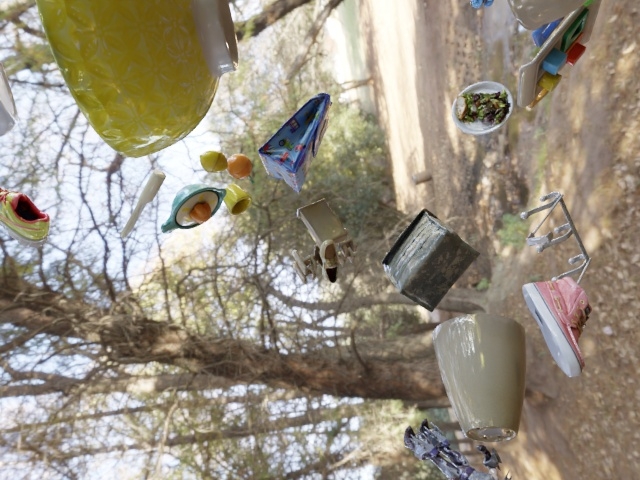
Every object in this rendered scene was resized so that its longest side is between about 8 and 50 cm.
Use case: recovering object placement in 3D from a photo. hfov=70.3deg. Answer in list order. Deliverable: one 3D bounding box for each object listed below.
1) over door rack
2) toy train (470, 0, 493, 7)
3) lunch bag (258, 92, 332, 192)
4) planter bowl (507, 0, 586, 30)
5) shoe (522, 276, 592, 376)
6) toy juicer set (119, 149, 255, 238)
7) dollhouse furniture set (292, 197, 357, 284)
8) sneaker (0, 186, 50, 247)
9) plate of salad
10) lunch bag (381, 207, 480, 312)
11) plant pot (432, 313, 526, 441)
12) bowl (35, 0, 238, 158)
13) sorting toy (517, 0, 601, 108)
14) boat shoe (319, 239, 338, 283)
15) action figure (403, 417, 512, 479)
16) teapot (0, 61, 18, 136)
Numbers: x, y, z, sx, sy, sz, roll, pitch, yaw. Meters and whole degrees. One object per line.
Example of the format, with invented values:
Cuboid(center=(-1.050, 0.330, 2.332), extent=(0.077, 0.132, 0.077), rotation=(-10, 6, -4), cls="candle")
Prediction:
Cuboid(center=(0.637, 0.031, 1.241), extent=(0.324, 0.108, 0.240), rotation=(-41, -76, -49), cls="over door rack")
Cuboid(center=(0.533, -0.795, 1.399), extent=(0.184, 0.080, 0.105), rotation=(-2, 106, 61), cls="toy train")
Cuboid(center=(-0.054, -0.333, 1.460), extent=(0.293, 0.138, 0.221), rotation=(-58, -6, -7), cls="lunch bag")
Cuboid(center=(0.326, -0.381, 0.603), extent=(0.161, 0.109, 0.162), rotation=(-2, -88, -42), cls="planter bowl")
Cuboid(center=(0.388, 0.126, 0.709), extent=(0.178, 0.081, 0.064), rotation=(-91, -18, -53), cls="shoe")
Cuboid(center=(-0.279, -0.102, 1.038), extent=(0.089, 0.328, 0.209), rotation=(49, 137, 19), cls="toy juicer set")
Cuboid(center=(0.000, 0.000, 1.592), extent=(0.161, 0.212, 0.242), rotation=(56, 158, 27), cls="dollhouse furniture set")
Cuboid(center=(-0.655, -0.079, 0.947), extent=(0.208, 0.094, 0.082), rotation=(36, -145, -19), cls="sneaker")
Cuboid(center=(0.539, -0.449, 1.521), extent=(0.048, 0.199, 0.200), rotation=(32, -135, -59), cls="plate of salad")
Cuboid(center=(0.317, 0.039, 1.426), extent=(0.168, 0.235, 0.287), rotation=(32, -167, -19), cls="lunch bag")
Cuboid(center=(0.438, 0.379, 1.219), extent=(0.257, 0.256, 0.274), rotation=(66, -157, -46), cls="plant pot")
Cuboid(center=(-0.189, -0.256, 0.555), extent=(0.289, 0.155, 0.290), rotation=(-8, -90, -89), cls="bowl")
Cuboid(center=(0.489, -0.372, 0.923), extent=(0.047, 0.196, 0.347), rotation=(46, -171, 22), cls="sorting toy")
Cuboid(center=(0.030, 0.059, 1.237), extent=(0.045, 0.050, 0.136), rotation=(51, 156, 46), cls="boat shoe")
Cuboid(center=(0.341, 0.561, 1.117), extent=(0.185, 0.284, 0.099), rotation=(-17, -59, -38), cls="action figure")
Cuboid(center=(-0.547, -0.239, 0.603), extent=(0.252, 0.186, 0.256), rotation=(48, 149, 42), cls="teapot")
